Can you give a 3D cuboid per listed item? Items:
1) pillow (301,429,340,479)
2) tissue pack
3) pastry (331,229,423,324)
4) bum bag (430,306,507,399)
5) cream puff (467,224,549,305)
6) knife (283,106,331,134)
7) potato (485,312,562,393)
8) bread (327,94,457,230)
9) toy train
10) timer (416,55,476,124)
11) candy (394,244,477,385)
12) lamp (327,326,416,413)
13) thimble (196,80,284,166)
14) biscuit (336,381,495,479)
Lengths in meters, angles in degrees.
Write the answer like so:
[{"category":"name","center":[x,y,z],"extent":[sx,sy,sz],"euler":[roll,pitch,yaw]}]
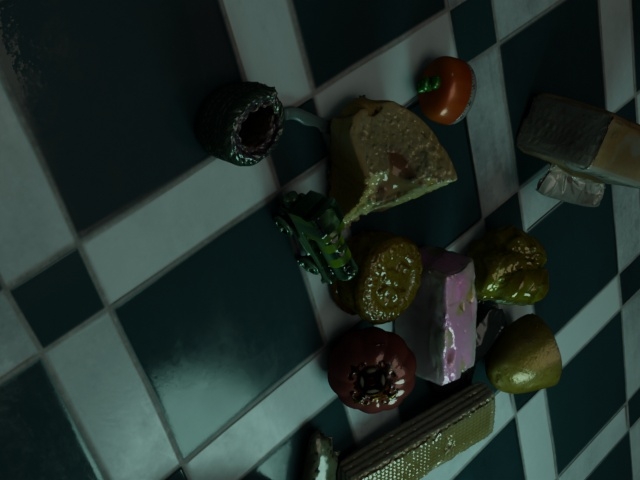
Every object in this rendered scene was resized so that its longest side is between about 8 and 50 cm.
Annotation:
[{"category":"pillow","center":[0.000,0.499,1.895],"extent":[0.093,0.051,0.241],"euler":[-3,107,-38]},{"category":"tissue pack","center":[0.615,-0.188,2.097],"extent":[0.305,0.238,0.239],"euler":[8,100,-46]},{"category":"pastry","center":[0.112,0.072,1.796],"extent":[0.188,0.103,0.189],"euler":[-19,119,-37]},{"category":"bum bag","center":[0.346,0.259,2.127],"extent":[0.248,0.060,0.123],"euler":[-54,136,-11]},{"category":"cream puff","center":[0.422,0.058,2.044],"extent":[0.221,0.194,0.195],"euler":[9,100,-50]},{"category":"knife","center":[0.007,-0.207,1.649],"extent":[0.210,0.015,0.028],"euler":[12,92,-47]},{"category":"potato","center":[0.468,0.290,2.192],"extent":[0.158,0.178,0.203],"euler":[-19,158,-21]},{"category":"bread","center":[0.095,-0.156,1.696],"extent":[0.183,0.224,0.211],"euler":[-20,85,-30]},{"category":"toy train","center":[0.001,0.000,1.642],"extent":[0.083,0.132,0.200],"euler":[-47,130,-19]},{"category":"timer","center":[0.236,-0.295,1.779],"extent":[0.136,0.099,0.136],"euler":[-5,98,-35]},{"category":"candy","center":[0.241,0.151,1.915],"extent":[0.115,0.155,0.265],"euler":[-18,118,-34]},{"category":"lamp","center":[0.103,0.256,1.831],"extent":[0.182,0.140,0.182],"euler":[1,110,2]},{"category":"thimble","center":[-0.125,-0.187,1.478],"extent":[0.135,0.090,0.118],"euler":[-43,134,-26]},{"category":"biscuit","center":[0.222,0.463,2.040],"extent":[0.426,0.078,0.144],"euler":[-24,129,-27]}]
